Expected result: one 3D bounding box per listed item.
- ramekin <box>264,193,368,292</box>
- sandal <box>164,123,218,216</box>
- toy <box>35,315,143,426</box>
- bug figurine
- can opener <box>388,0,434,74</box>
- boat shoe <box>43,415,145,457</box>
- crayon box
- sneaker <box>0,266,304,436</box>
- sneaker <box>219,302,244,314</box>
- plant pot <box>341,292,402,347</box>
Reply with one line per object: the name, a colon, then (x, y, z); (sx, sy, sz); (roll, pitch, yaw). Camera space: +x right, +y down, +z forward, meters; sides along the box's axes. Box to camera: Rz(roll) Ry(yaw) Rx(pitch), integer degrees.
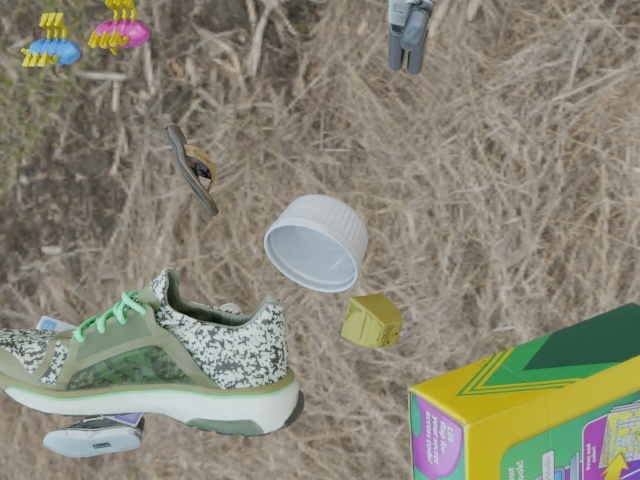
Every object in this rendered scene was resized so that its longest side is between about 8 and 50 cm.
ramekin: (0.000, 0.000, 1.799); (0.207, 0.109, 0.207); (18, 144, 14)
sandal: (-0.221, -0.137, 1.583); (0.060, 0.090, 0.219); (-26, 50, -2)
toy: (-0.372, 0.227, 1.442); (0.137, 0.237, 0.056); (-61, 33, 6)
bug figurine: (-0.311, -0.350, 1.257); (0.216, 0.072, 0.279); (10, 73, 30)
can opener: (0.148, -0.351, 1.528); (0.074, 0.280, 0.093); (16, 82, 6)
boat shoe: (-0.476, 0.408, 1.861); (0.219, 0.070, 0.078); (-6, 131, 10)
crayon box: (0.257, 0.285, 0.959); (0.106, 0.313, 0.363); (30, 130, 57)
sneaker: (-0.217, 0.113, 1.077); (0.410, 0.158, 0.182); (6, 103, 2)
sneaker: (-0.199, 0.196, 1.891); (0.290, 0.106, 0.123); (161, 104, -71)
plant pot: (0.101, 0.152, 1.583); (0.083, 0.081, 0.081); (33, 118, 43)
